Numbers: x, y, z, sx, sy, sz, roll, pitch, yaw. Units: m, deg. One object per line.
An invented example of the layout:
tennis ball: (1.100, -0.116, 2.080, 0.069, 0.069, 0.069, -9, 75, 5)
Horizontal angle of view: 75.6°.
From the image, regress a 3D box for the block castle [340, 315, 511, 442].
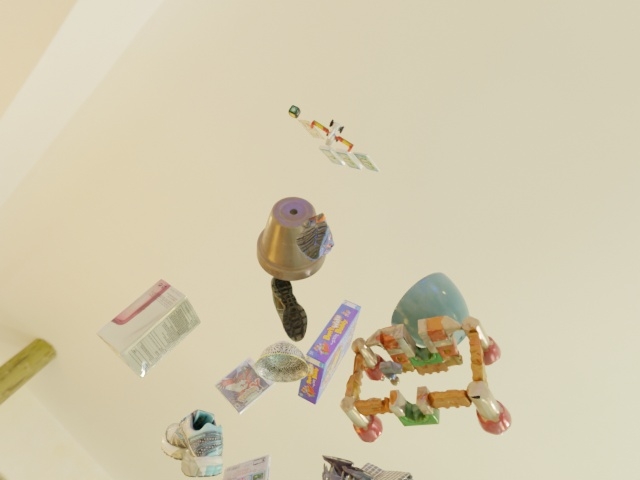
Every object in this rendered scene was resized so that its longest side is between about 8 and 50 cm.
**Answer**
block castle: (0.307, 0.426, 1.243, 0.454, 0.302, 0.212, -19, -57, 28)

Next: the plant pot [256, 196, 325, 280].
plant pot: (-0.101, -0.025, 1.459, 0.263, 0.262, 0.229, 16, -39, 8)

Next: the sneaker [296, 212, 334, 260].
sneaker: (0.000, 0.000, 1.001, 0.083, 0.221, 0.087, -25, -74, 13)

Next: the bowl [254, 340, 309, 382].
bowl: (-0.118, 0.369, 1.294, 0.170, 0.080, 0.170, 1, -48, 1)

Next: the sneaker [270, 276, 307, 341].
sneaker: (-0.123, 0.262, 1.602, 0.106, 0.101, 0.267, 126, -52, -67)

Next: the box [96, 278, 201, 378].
box: (-0.495, 0.255, 1.213, 0.127, 0.232, 0.148, 26, -35, 29)

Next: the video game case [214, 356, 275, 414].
video game case: (-0.338, 0.643, 1.843, 0.184, 0.201, 0.023, 36, -36, 29)

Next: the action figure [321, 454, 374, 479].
action figure: (0.028, 0.646, 0.913, 0.099, 0.284, 0.185, 20, -17, -18)

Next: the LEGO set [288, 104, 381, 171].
LEGO set: (0.020, -0.239, 1.030, 0.183, 0.060, 0.244, 24, -11, 45)

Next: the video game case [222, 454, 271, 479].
video game case: (-0.226, 0.723, 1.225, 0.158, 0.143, 0.019, -21, -66, 8)

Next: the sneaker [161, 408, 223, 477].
sneaker: (-0.305, 0.479, 1.023, 0.110, 0.122, 0.283, 19, -18, -34)

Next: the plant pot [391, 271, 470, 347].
plant pot: (0.435, 0.290, 1.526, 0.195, 0.291, 0.289, 44, -48, 40)

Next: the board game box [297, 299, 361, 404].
board game box: (0.040, 0.422, 1.602, 0.078, 0.347, 0.233, 22, -56, 17)

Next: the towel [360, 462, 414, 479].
towel: (0.174, 0.896, 1.445, 0.235, 0.284, 0.121, -30, -106, 45)
